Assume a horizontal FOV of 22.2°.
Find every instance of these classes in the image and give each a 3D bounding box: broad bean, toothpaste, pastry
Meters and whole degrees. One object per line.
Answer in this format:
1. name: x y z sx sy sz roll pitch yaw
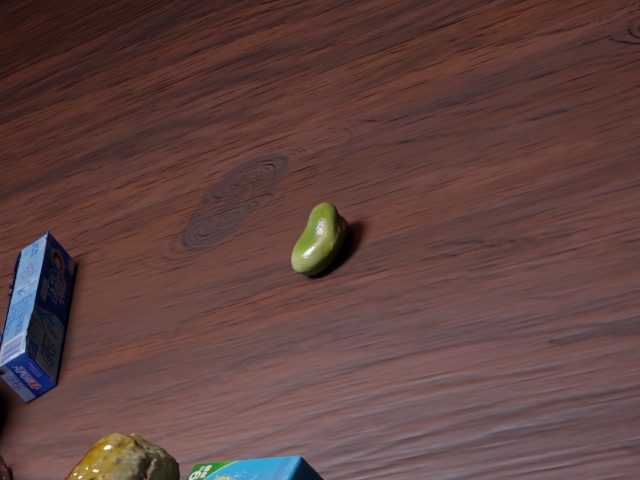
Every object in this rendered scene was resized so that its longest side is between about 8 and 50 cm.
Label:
1. broad bean: 0.000 0.000 1.715 0.063 0.045 0.083 -7 47 49
2. toothpaste: -0.345 0.087 1.993 0.053 0.066 0.272 -32 27 15
3. pastry: -0.207 0.257 1.451 0.192 0.093 0.182 -55 2 -8

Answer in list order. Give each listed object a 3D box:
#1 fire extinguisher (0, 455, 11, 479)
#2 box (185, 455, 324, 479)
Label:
1. fire extinguisher: -0.487 0.342 1.745 0.344 0.102 0.138 -38 60 3
2. box: -0.084 0.275 1.341 0.139 0.073 0.194 -11 37 43
